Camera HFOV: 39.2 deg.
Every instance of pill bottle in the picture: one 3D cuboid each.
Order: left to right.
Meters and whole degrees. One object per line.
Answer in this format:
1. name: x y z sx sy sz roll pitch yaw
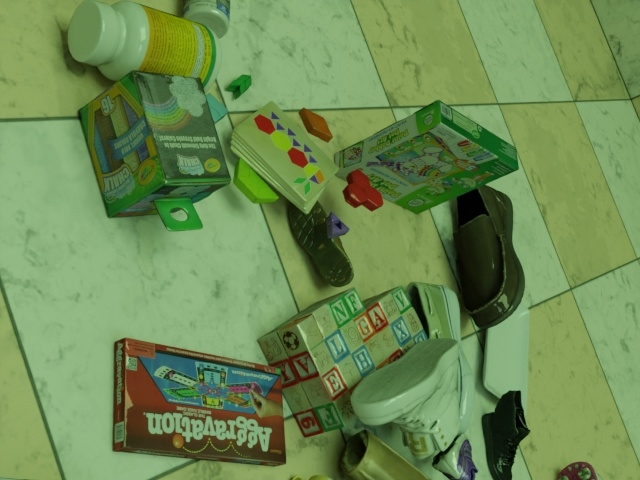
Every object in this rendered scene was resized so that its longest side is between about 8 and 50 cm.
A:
1. pill bottle: -0.258 -0.283 1.320 0.208 0.117 0.118 6 67 -47
2. pill bottle: -0.188 -0.410 1.502 0.078 0.078 0.137 25 53 -40

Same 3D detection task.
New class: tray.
1. tray: 0.381 0.222 1.869 0.145 0.030 0.270 40 44 -30

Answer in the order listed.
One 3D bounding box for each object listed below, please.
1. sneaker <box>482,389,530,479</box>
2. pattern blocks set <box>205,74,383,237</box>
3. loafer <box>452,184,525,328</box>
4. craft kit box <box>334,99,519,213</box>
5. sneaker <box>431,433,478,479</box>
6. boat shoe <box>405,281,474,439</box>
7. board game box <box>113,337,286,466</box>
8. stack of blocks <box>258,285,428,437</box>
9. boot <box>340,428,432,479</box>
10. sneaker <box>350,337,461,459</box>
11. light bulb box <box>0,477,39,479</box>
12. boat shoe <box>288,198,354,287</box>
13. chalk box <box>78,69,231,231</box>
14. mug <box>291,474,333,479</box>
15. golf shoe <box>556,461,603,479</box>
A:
1. sneaker: 0.360 0.377 1.713 0.051 0.089 0.170 12 62 -46
2. pattern blocks set: -0.056 -0.139 1.502 0.325 0.026 0.285 50 39 4
3. loafer: 0.320 0.020 1.843 0.130 0.134 0.366 34 37 -28
4. craft kit box: 0.198 -0.147 1.679 0.250 0.246 0.061 21 59 -41
5. sneaker: 0.227 0.371 1.484 0.071 0.068 0.170 49 11 10
6. boat shoe: 0.202 0.212 1.626 0.094 0.109 0.302 16 50 -25
7. board game box: -0.159 0.227 1.236 0.281 0.027 0.145 19 58 -43
8. stack of blocks: 0.050 0.170 1.461 0.297 0.087 0.171 -27 92 -52
9. boot: 0.155 0.394 1.448 0.269 0.089 0.236 38 0 -6
10. sneaker: 0.148 0.270 1.388 0.292 0.108 0.169 -19 106 -56
11. light bulb box: -0.289 0.413 0.822 0.361 0.225 0.358 20 57 -42
12. boat shoe: 0.001 0.000 1.527 0.178 0.064 0.060 62 4 8
13. chalk box: -0.225 -0.110 1.257 0.132 0.132 0.213 -5 76 -52
14. mug: -0.011 0.385 1.311 0.064 0.078 0.062 -51 142 -42
15. golf shoe: 0.557 0.606 1.807 0.140 0.115 0.306 35 48 -38
